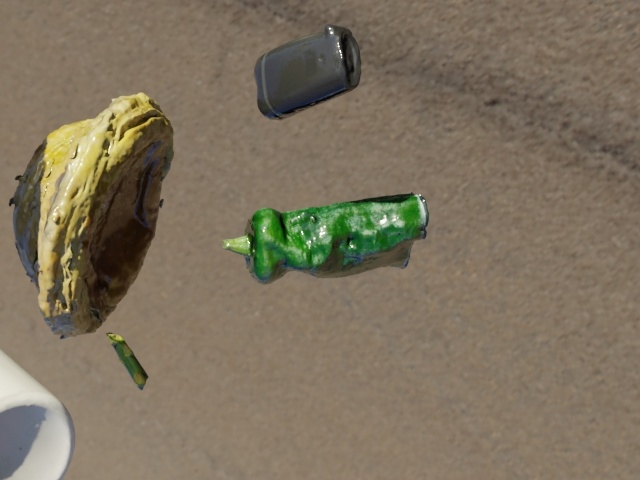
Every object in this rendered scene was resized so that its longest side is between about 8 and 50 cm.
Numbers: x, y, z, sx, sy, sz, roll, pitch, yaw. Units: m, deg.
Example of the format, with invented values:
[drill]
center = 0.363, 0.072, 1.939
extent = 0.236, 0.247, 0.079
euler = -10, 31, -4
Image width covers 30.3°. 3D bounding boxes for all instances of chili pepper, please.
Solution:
[chili pepper]
center = 0.000, 0.000, 1.597
extent = 0.136, 0.270, 0.099
euler = 129, 131, -65

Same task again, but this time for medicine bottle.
[medicine bottle]
center = -0.346, 0.152, 1.107
extent = 0.237, 0.139, 0.139
euler = 28, 139, 40

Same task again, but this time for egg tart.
[egg tart]
center = -0.320, -0.042, 1.614
extent = 0.150, 0.352, 0.352
euler = 18, 137, 11

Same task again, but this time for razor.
[razor]
center = -0.018, -0.205, 1.449
extent = 0.148, 0.054, 0.090
euler = -15, 78, 41

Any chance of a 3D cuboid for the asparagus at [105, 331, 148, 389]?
[asparagus]
center = -0.260, 0.160, 1.598
extent = 0.025, 0.021, 0.108
euler = 26, 148, 48
